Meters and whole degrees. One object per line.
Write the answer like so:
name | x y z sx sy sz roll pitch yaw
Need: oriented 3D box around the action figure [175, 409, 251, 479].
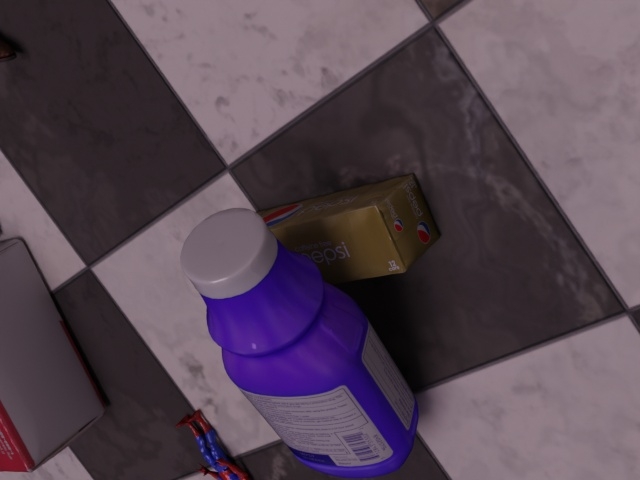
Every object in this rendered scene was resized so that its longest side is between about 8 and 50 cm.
action figure | -0.107 0.232 1.088 0.038 0.030 0.115 -33 98 39

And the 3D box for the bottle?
bottle | -0.015 0.087 0.814 0.118 0.092 0.283 -3 141 27

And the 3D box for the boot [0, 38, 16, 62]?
boot | -0.321 -0.226 0.946 0.106 0.037 0.114 22 124 20

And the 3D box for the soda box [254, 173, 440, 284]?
soda box | 0.000 0.000 0.837 0.181 0.061 0.058 -12 109 40

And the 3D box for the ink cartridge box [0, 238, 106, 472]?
ink cartridge box | -0.421 0.139 1.184 0.306 0.131 0.226 -11 111 38
